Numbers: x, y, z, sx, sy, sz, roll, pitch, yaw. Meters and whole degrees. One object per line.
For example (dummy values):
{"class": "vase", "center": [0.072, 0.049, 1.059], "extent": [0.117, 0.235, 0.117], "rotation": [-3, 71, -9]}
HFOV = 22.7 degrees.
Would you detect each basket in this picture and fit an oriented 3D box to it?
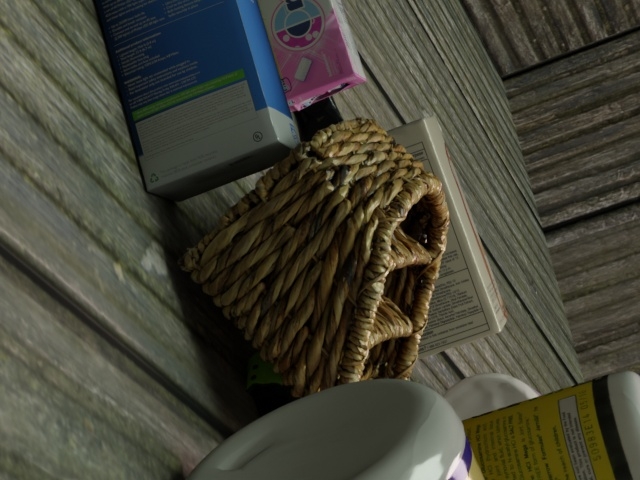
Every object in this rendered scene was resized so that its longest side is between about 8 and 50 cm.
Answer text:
{"class": "basket", "center": [0.045, 0.030, 1.504], "extent": [0.223, 0.213, 0.299], "rotation": [48, 10, 10]}

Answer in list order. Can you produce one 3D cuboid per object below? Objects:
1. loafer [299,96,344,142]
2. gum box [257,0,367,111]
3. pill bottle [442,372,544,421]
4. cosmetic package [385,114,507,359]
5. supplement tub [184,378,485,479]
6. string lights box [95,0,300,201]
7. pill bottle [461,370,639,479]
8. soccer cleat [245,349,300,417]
{"class": "loafer", "center": [0.008, -0.137, 2.031], "extent": [0.061, 0.062, 0.170], "rotation": [49, 27, -66]}
{"class": "gum box", "center": [-0.023, -0.259, 1.975], "extent": [0.062, 0.107, 0.188], "rotation": [8, 63, -74]}
{"class": "pill bottle", "center": [0.264, 0.284, 2.204], "extent": [0.301, 0.169, 0.169], "rotation": [34, 38, -66]}
{"class": "cosmetic package", "center": [0.127, -0.003, 2.112], "extent": [0.129, 0.153, 0.296], "rotation": [-33, 105, -77]}
{"class": "supplement tub", "center": [0.049, 0.302, 1.241], "extent": [0.241, 0.241, 0.331], "rotation": [-70, 138, -68]}
{"class": "string lights box", "center": [-0.120, -0.182, 1.460], "extent": [0.077, 0.133, 0.260], "rotation": [22, 51, -70]}
{"class": "pill bottle", "center": [0.192, 0.266, 1.622], "extent": [0.188, 0.334, 0.188], "rotation": [-19, 90, -76]}
{"class": "soccer cleat", "center": [-0.020, 0.183, 1.525], "extent": [0.179, 0.060, 0.072], "rotation": [57, 28, -23]}
